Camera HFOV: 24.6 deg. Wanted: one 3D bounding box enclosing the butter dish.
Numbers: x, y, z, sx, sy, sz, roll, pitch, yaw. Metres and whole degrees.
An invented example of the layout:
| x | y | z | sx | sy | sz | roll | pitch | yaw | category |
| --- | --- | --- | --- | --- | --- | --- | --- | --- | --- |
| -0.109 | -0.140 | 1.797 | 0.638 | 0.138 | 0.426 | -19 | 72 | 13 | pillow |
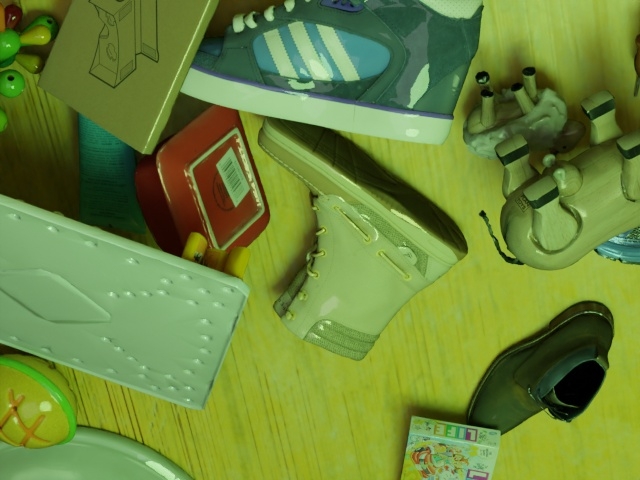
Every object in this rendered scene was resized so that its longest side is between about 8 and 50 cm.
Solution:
| x | y | z | sx | sy | sz | roll | pitch | yaw | category |
| --- | --- | --- | --- | --- | --- | --- | --- | --- | --- |
| -0.145 | -0.052 | 1.564 | 0.118 | 0.160 | 0.160 | -2 | 117 | 33 | butter dish |

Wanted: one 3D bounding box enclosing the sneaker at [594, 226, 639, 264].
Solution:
| x | y | z | sx | sy | sz | roll | pitch | yaw | category |
| --- | --- | --- | --- | --- | --- | --- | --- | --- | --- |
| 0.367 | -0.022 | 1.548 | 0.221 | 0.083 | 0.087 | 3 | 102 | -1 | sneaker |

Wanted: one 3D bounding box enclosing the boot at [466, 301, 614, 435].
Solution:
| x | y | z | sx | sy | sz | roll | pitch | yaw | category |
| --- | --- | --- | --- | --- | --- | --- | --- | --- | --- |
| 0.239 | 0.165 | 1.625 | 0.082 | 0.106 | 0.219 | 37 | 113 | -11 | boot |

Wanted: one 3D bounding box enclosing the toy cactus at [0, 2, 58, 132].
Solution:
| x | y | z | sx | sy | sz | roll | pitch | yaw | category |
| --- | --- | --- | --- | --- | --- | --- | --- | --- | --- |
| -0.377 | -0.173 | 1.519 | 0.180 | 0.219 | 0.112 | 12 | 149 | 43 | toy cactus |

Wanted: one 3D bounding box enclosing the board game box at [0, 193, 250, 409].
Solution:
| x | y | z | sx | sy | sz | roll | pitch | yaw | category |
| --- | --- | --- | --- | --- | --- | --- | --- | --- | --- |
| -0.278 | 0.040 | 1.541 | 0.389 | 0.050 | 0.390 | 20 | 155 | -3 | board game box |

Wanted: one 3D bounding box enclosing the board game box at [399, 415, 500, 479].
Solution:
| x | y | z | sx | sy | sz | roll | pitch | yaw | category |
| --- | --- | --- | --- | --- | --- | --- | --- | --- | --- |
| 0.146 | 0.269 | 1.702 | 0.103 | 0.026 | 0.154 | 9 | 135 | 4 | board game box |

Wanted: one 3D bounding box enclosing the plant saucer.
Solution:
| x | y | z | sx | sy | sz | roll | pitch | yaw | category |
| --- | --- | --- | --- | --- | --- | --- | --- | --- | --- |
| -0.306 | 0.423 | 1.818 | 0.400 | 0.100 | 0.401 | 3 | 116 | 5 | plant saucer |

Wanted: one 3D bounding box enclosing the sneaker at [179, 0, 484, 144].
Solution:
| x | y | z | sx | sy | sz | roll | pitch | yaw | category |
| --- | --- | --- | --- | --- | --- | --- | --- | --- | --- |
| 0.004 | -0.238 | 1.472 | 0.322 | 0.130 | 0.236 | 13 | 100 | 13 | sneaker |

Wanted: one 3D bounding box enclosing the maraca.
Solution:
| x | y | z | sx | sy | sz | roll | pitch | yaw | category |
| --- | --- | --- | --- | --- | --- | --- | --- | --- | --- |
| -0.364 | 0.182 | 1.715 | 0.185 | 0.099 | 0.127 | 17 | 131 | 22 | maraca |

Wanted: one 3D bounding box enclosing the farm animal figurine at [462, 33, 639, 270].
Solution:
| x | y | z | sx | sy | sz | roll | pitch | yaw | category |
| --- | --- | --- | --- | --- | --- | --- | --- | --- | --- |
| 0.317 | -0.046 | 1.419 | 0.326 | 0.330 | 0.172 | -15 | 136 | 10 | farm animal figurine |

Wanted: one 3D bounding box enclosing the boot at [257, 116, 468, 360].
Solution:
| x | y | z | sx | sy | sz | roll | pitch | yaw | category |
| --- | --- | --- | --- | --- | --- | --- | --- | --- | --- |
| 0.000 | 0.000 | 1.586 | 0.262 | 0.095 | 0.203 | 34 | 115 | -16 | boot |

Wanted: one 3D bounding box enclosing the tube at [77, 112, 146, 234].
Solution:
| x | y | z | sx | sy | sz | roll | pitch | yaw | category |
| --- | --- | --- | --- | --- | --- | --- | --- | --- | --- |
| -0.233 | -0.102 | 1.592 | 0.080 | 0.052 | 0.207 | 11 | 121 | 18 | tube |

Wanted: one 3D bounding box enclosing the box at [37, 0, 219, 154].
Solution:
| x | y | z | sx | sy | sz | roll | pitch | yaw | category |
| --- | --- | --- | --- | --- | --- | --- | --- | --- | --- |
| -0.192 | -0.212 | 1.480 | 0.164 | 0.021 | 0.201 | 32 | 105 | 27 | box |
